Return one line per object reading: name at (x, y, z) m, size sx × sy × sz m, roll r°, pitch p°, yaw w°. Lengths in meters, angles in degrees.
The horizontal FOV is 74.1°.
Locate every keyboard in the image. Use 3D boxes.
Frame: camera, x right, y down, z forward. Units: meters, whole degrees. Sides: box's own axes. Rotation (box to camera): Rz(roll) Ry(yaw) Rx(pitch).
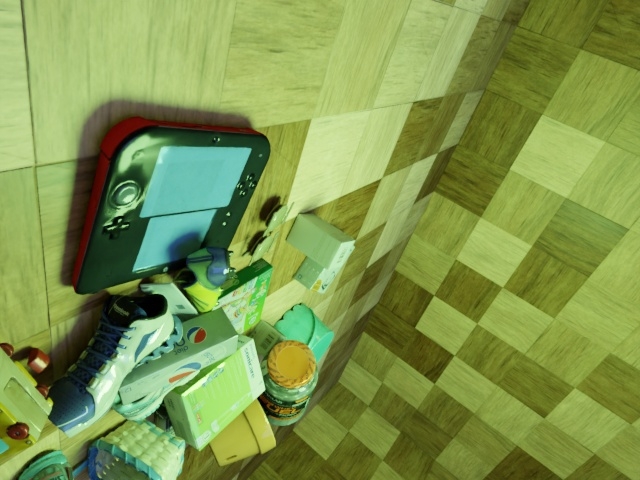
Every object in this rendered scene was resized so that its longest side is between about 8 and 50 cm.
keyboard at (-0.344, 0.158, 1.013) m, size 0.072 × 0.014 × 0.256 m, roll -8°, pitch 150°, yaw -1°

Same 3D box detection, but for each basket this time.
basket at (-0.501, 0.621, 1.082) m, size 0.289 × 0.254 × 0.201 m, roll -37°, pitch 147°, yaw -61°

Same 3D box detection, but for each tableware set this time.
tableware set at (-0.152, -0.027, 1.191) m, size 0.194 × 0.039 × 0.128 m, roll -60°, pitch 171°, yaw 26°

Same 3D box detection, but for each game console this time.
game console at (-0.271, -0.069, 0.841) m, size 0.386 × 0.060 × 0.342 m, roll -17°, pitch 136°, yaw -58°

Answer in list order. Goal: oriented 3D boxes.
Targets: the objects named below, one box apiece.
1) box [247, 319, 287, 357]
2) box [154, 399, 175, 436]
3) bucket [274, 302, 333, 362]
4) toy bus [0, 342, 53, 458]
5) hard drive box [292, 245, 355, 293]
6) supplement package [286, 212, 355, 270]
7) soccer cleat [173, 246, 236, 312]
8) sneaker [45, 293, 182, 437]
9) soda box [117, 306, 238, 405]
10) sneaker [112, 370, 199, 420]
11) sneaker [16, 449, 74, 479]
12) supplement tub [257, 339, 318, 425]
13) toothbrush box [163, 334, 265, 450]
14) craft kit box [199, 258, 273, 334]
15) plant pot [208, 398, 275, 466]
box at (-0.200, 0.366, 1.570) m, size 0.101 × 0.102 × 0.087 m, roll -52°, pitch 157°, yaw -8°
box at (-0.426, 0.527, 1.379) m, size 0.231 × 0.056 × 0.183 m, roll -33°, pitch 150°, yaw -45°
bucket at (-0.087, 0.427, 1.789) m, size 0.281 × 0.183 × 0.281 m, roll -45°, pitch 156°, yaw -26°
toy bus at (-0.530, 0.249, 0.672) m, size 0.104 × 0.202 × 0.191 m, roll -21°, pitch 161°, yaw -4°
hard drive box at (0.018, 0.082, 1.645) m, size 0.232 × 0.089 × 0.181 m, roll -57°, pitch 160°, yaw 1°
supplement package at (0.000, 0.000, 1.358) m, size 0.105 × 0.179 × 0.105 m, roll -11°, pitch 132°, yaw -61°
soccer cleat at (-0.283, 0.094, 0.986) m, size 0.121 × 0.093 × 0.289 m, roll 0°, pitch 153°, yaw -26°
sneaker at (-0.422, 0.208, 0.854) m, size 0.315 × 0.127 × 0.182 m, roll -46°, pitch 154°, yaw -42°
soda box at (-0.346, 0.270, 1.014) m, size 0.286 × 0.098 × 0.091 m, roll -20°, pitch 145°, yaw -32°
sneaker at (-0.400, 0.331, 1.074) m, size 0.283 × 0.110 × 0.122 m, roll -49°, pitch 158°, yaw -18°
sneaker at (-0.642, 0.605, 0.928) m, size 0.262 × 0.125 × 0.104 m, roll -56°, pitch 159°, yaw -1°
supplement tub at (-0.123, 0.512, 1.531) m, size 0.207 × 0.207 × 0.338 m, roll -39°, pitch 156°, yaw -37°
toothbrush box at (-0.320, 0.445, 1.294) m, size 0.283 × 0.122 × 0.206 m, roll -33°, pitch 121°, yaw -45°
craft kit box at (-0.261, 0.204, 1.271) m, size 0.250 × 0.061 × 0.247 m, roll -32°, pitch 151°, yaw -46°
plant pot at (-0.324, 0.678, 1.561) m, size 0.203 × 0.291 × 0.291 m, roll -24°, pitch 146°, yaw -24°
